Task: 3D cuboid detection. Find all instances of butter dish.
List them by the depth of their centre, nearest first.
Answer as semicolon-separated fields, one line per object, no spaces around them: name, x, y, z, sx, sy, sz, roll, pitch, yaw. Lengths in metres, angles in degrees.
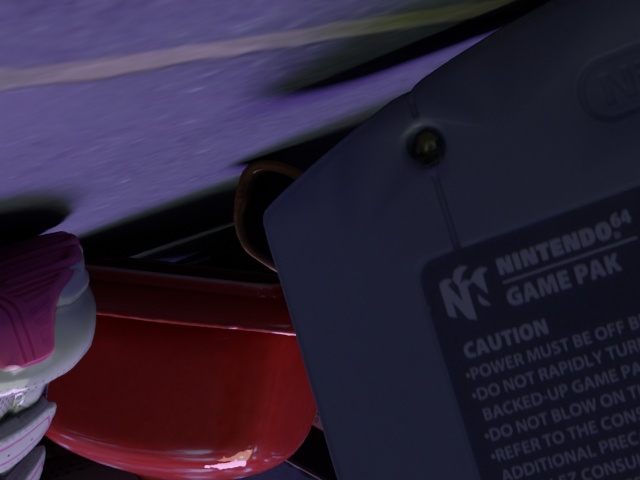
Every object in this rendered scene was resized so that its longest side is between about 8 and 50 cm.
butter dish;-0.065;0.071;0.846;0.159;0.118;0.160;5;-179;12

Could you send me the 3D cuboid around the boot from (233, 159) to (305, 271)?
boot;0.113;0.023;0.805;0.264;0.096;0.280;26;-179;8

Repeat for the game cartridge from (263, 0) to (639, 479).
game cartridge;0.132;0.010;0.516;0.294;0.196;0.060;-20;176;26

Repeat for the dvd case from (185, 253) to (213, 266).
dvd case;0.000;0.000;1.122;0.221;0.018;0.164;-18;175;9

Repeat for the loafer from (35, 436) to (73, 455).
loafer;-0.220;0.104;1.016;0.268;0.092;0.102;-17;174;-45

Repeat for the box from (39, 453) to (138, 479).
box;-0.131;0.193;1.061;0.148;0.127;0.232;-17;-176;-7

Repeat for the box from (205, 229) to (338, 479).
box;0.012;0.078;0.997;0.093;0.156;0.158;-61;164;-2

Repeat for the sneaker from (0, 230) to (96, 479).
sneaker;-0.145;0.069;0.722;0.103;0.111;0.252;-16;176;-27
